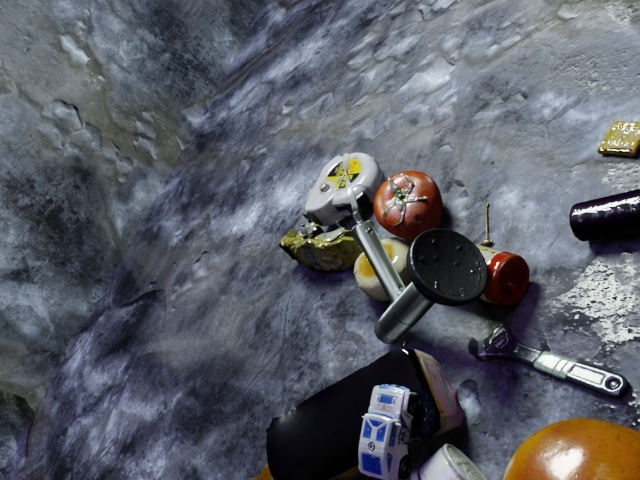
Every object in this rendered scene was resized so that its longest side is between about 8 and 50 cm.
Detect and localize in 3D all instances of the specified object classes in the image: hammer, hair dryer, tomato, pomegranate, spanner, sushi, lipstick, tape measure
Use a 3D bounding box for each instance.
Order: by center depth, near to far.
[{"bbox_3d":[0.358,0.358,0.836,0.264,0.264,0.264,-32,37,28],"label":"pomegranate"},{"bbox_3d":[0.578,-0.056,1.104,0.299,0.081,0.081,-13,49,45],"label":"lipstick"},{"bbox_3d":[0.392,0.206,1.137,0.316,0.024,0.087,13,63,55],"label":"spanner"},{"bbox_3d":[0.142,0.049,1.300,0.155,0.284,0.320,-31,-8,-32],"label":"hair dryer"},{"bbox_3d":[0.364,-0.037,1.416,0.029,0.014,0.123,-16,43,30],"label":"hammer"},{"bbox_3d":[0.210,-0.081,1.516,0.167,0.167,0.167,-32,37,28],"label":"tomato"},{"bbox_3d":[-0.004,0.006,1.719,0.291,0.139,0.131,7,57,55],"label":"sushi"},{"bbox_3d":[0.078,-0.152,1.784,0.197,0.120,0.236,-2,52,37],"label":"tape measure"}]

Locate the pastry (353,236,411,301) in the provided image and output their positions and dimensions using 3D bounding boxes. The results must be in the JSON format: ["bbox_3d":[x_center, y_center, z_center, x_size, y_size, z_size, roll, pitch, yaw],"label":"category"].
[{"bbox_3d":[0.152,0.067,1.504,0.156,0.092,0.156,-28,42,29],"label":"pastry"}]

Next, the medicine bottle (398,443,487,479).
[{"bbox_3d":[0.158,0.466,1.059,0.258,0.143,0.143,-46,33,9],"label":"medicine bottle"}]

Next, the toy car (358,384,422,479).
[{"bbox_3d":[0.107,0.322,1.059,0.080,0.070,0.171,0,72,42],"label":"toy car"}]

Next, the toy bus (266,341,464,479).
[{"bbox_3d":[0.080,0.359,1.232,0.386,0.162,0.171,-35,53,26],"label":"toy bus"}]

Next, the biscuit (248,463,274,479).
[{"bbox_3d":[-0.096,0.558,1.384,0.215,0.034,0.182,-45,34,6],"label":"biscuit"}]

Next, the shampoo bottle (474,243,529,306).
[{"bbox_3d":[0.288,0.054,1.334,0.278,0.104,0.104,17,72,56],"label":"shampoo bottle"}]

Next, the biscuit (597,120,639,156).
[{"bbox_3d":[0.601,-0.202,1.276,0.083,0.018,0.081,18,73,55],"label":"biscuit"}]
